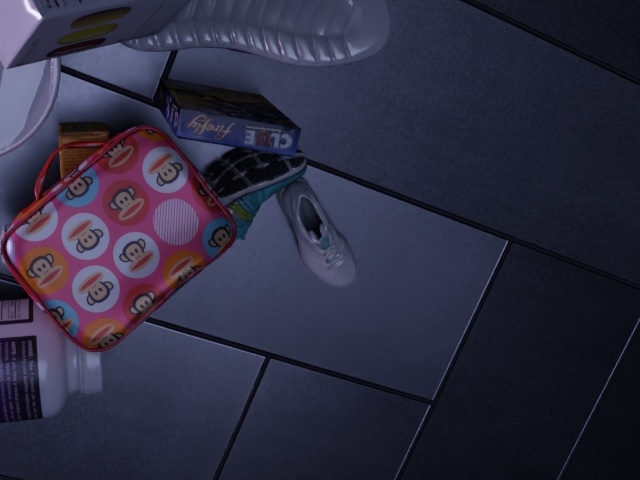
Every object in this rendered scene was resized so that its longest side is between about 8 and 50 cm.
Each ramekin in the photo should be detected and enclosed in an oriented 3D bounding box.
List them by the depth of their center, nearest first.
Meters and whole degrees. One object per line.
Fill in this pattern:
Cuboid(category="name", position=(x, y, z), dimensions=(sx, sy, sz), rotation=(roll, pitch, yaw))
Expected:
Cuboid(category="ramekin", position=(-0.492, -0.246, 1.305), dimensions=(0.273, 0.127, 0.273), rotation=(-5, 109, -14))

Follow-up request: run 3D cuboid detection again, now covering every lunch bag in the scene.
Cuboid(category="lunch bag", position=(-0.293, -0.018, 1.345), dimensions=(0.293, 0.120, 0.258), rotation=(-39, 101, -9))

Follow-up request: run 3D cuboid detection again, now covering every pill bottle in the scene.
Cuboid(category="pill bottle", position=(-0.490, 0.180, 1.420), dimensions=(0.323, 0.181, 0.181), rotation=(-3, 109, -15))

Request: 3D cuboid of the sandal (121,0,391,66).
Cuboid(category="sandal", position=(-0.105, -0.342, 1.407), dimensions=(0.416, 0.102, 0.169), rotation=(4, 92, -4))

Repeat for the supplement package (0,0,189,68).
Cuboid(category="supplement package", position=(-0.300, -0.327, 1.220), dimensions=(0.244, 0.139, 0.134), rotation=(-26, 88, -40))

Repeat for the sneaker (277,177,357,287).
Cuboid(category="sneaker", position=(0.000, 0.000, 1.548), dimensions=(0.080, 0.094, 0.212), rotation=(-34, 114, -4))

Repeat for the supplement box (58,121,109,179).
Cuboid(category="supplement box", position=(-0.346, -0.056, 1.439), dimensions=(0.080, 0.078, 0.233), rotation=(-7, 110, -14))

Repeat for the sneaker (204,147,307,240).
Cuboid(category="sneaker", position=(-0.139, -0.058, 1.502), dimensions=(0.275, 0.107, 0.110), rotation=(-32, 133, 1))

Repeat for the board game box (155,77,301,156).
Cuboid(category="board game box", position=(-0.137, -0.178, 1.366), dimensions=(0.165, 0.243, 0.042), rotation=(7, 106, -18))
